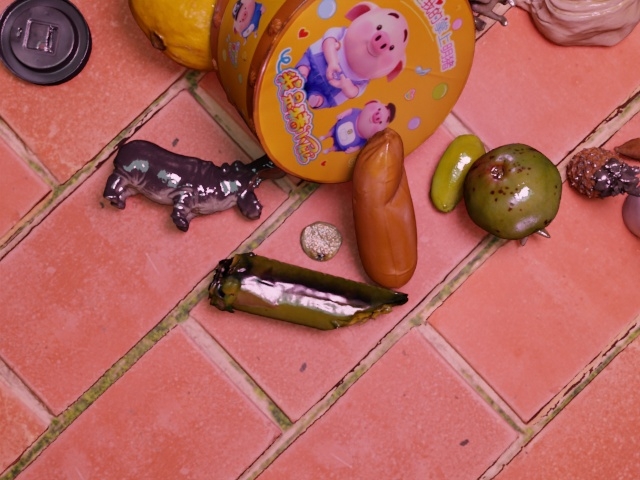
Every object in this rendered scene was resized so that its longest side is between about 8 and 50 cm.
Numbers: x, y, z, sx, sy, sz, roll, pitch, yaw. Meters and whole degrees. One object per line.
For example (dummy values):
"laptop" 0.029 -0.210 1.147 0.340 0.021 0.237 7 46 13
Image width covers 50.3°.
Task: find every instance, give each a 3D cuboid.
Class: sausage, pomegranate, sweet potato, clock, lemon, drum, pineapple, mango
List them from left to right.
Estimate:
"clock" -0.547 -0.398 1.357 0.185 0.040 0.184 0 88 -2
"lemon" -0.201 -0.461 1.250 0.297 0.297 0.297 0 88 -1
"drum" 0.036 -0.316 1.169 0.431 0.431 0.214 -32 52 -2
"sausage" 0.113 -0.060 1.224 0.116 0.353 0.134 12 50 23
"mango" 0.274 -0.133 1.350 0.091 0.074 0.165 23 87 -1
"pomegranate" 0.369 -0.075 1.286 0.182 0.224 0.181 -13 58 21
"pineapple" 0.545 -0.122 1.297 0.108 0.197 0.108 0 104 -1
"sweet potato" 0.712 -0.176 1.368 0.281 0.067 0.059 2 131 -1

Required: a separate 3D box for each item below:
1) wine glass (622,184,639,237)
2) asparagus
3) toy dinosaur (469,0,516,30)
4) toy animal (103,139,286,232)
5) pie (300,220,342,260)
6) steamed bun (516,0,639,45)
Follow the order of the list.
"wine glass" 0.666 -0.059 1.237 0.144 0.321 0.143 0 93 1
"asparagus" -0.021 0.111 1.316 0.382 0.128 0.108 13 133 -2
"toy dinosaur" 0.276 -0.457 1.271 0.162 0.294 0.077 24 101 -10
"toy animal" -0.236 -0.101 1.325 0.343 0.106 0.168 5 81 -7
"pie" 0.000 0.000 1.368 0.085 0.017 0.085 0 89 0
"steamed bun" 0.508 -0.540 1.306 0.276 0.203 0.289 0 87 -1
